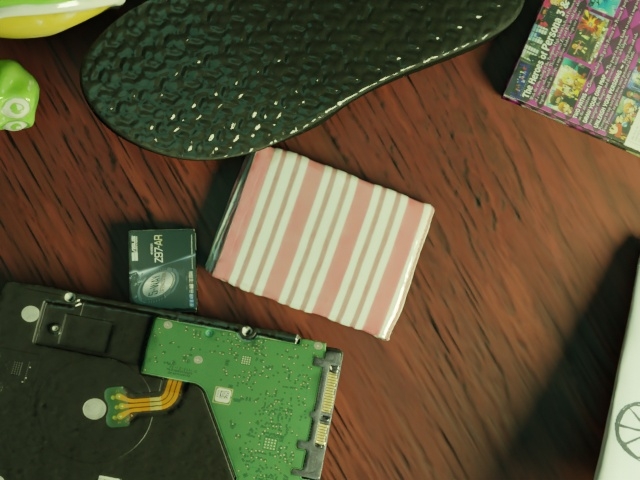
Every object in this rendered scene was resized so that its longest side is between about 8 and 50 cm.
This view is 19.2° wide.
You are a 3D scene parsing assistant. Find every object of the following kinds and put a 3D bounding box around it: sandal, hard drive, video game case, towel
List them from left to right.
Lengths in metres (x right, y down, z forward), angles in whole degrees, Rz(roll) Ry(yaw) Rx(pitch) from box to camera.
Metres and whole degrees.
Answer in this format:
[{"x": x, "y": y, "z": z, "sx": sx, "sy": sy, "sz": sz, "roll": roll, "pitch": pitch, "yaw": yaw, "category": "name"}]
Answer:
[{"x": -0.163, "y": 0.180, "z": 1.792, "sx": 0.339, "sy": 0.064, "sz": 0.237, "roll": 10, "pitch": 62, "yaw": 2, "category": "hard drive"}, {"x": -0.014, "y": -0.185, "z": 1.837, "sx": 0.446, "sy": 0.107, "sz": 0.167, "roll": -18, "pitch": 87, "yaw": -13, "category": "sandal"}, {"x": 0.000, "y": 0.000, "z": 1.861, "sx": 0.197, "sy": 0.029, "sz": 0.144, "roll": 20, "pitch": 89, "yaw": -2, "category": "towel"}, {"x": 0.317, "y": -0.204, "z": 1.853, "sx": 0.210, "sy": 0.042, "sz": 0.232, "roll": 23, "pitch": 89, "yaw": 1, "category": "video game case"}]

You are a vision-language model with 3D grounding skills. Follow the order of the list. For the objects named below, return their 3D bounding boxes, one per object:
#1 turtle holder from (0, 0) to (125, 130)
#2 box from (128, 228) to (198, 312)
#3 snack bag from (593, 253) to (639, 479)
[{"x": -0.283, "y": -0.281, "z": 1.761, "sx": 0.227, "sy": 0.243, "sz": 0.320, "roll": 16, "pitch": 72, "yaw": -14, "category": "turtle holder"}, {"x": -0.155, "y": 0.030, "z": 1.863, "sx": 0.067, "sy": 0.018, "sz": 0.083, "roll": -1, "pitch": 89, "yaw": 0, "category": "box"}, {"x": 0.424, "y": 0.195, "z": 1.786, "sx": 0.323, "sy": 0.037, "sz": 0.342, "roll": 17, "pitch": 64, "yaw": -1, "category": "snack bag"}]
